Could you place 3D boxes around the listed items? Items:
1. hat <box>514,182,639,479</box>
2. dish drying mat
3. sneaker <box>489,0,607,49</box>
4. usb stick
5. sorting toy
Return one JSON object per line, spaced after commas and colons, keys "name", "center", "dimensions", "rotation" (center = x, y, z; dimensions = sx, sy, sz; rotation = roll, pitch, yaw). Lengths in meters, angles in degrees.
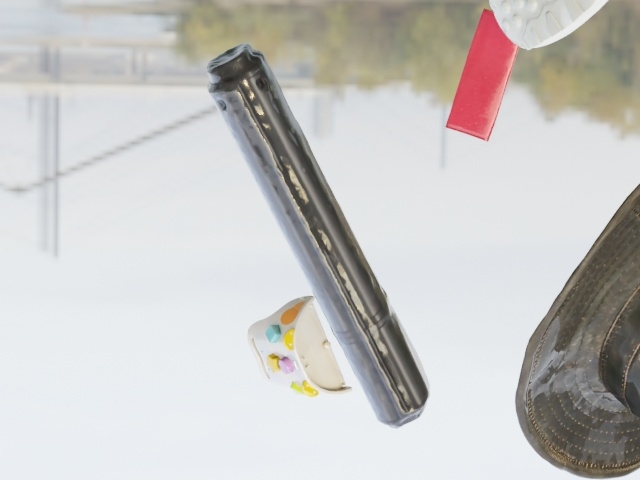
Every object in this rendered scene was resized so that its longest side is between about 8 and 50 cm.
{"name": "hat", "center": [0.293, 0.055, 1.138], "dimensions": [0.331, 0.331, 0.134], "rotation": [-3, -147, -38]}
{"name": "dish drying mat", "center": [0.110, -0.110, 1.154], "dimensions": [0.032, 0.083, 0.008], "rotation": [20, -167, 15]}
{"name": "sneaker", "center": [0.188, -0.210, 1.058], "dimensions": [0.095, 0.235, 0.090], "rotation": [-14, -122, -45]}
{"name": "usb stick", "center": [0.000, 0.000, 1.162], "dimensions": [0.045, 0.278, 0.077], "rotation": [-25, -166, 9]}
{"name": "sorting toy", "center": [-0.026, 0.090, 1.359], "dimensions": [0.045, 0.083, 0.075], "rotation": [-32, -163, -36]}
